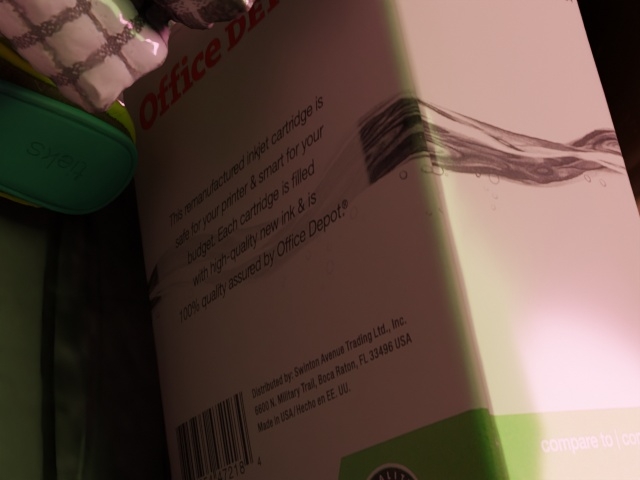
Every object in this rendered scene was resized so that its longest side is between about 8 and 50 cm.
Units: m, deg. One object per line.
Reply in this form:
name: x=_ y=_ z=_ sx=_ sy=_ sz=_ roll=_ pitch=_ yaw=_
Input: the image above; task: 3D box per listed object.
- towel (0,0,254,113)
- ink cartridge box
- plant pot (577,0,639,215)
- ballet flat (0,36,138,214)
towel: x=-0.122 y=-0.206 z=0.439 sx=0.235 sy=0.121 sz=0.283 roll=47 pitch=13 yaw=-30
ink cartridge box: x=0.023 y=0.020 z=0.472 sx=0.115 sy=0.198 sz=0.272 roll=4 pitch=67 yaw=-36
plant pot: x=0.113 y=-0.174 z=0.823 sx=0.323 sy=0.323 sz=0.280 roll=61 pitch=8 yaw=-10
ballet flat: x=-0.155 y=-0.071 z=0.414 sx=0.077 sy=0.077 sz=0.231 roll=54 pitch=13 yaw=30
